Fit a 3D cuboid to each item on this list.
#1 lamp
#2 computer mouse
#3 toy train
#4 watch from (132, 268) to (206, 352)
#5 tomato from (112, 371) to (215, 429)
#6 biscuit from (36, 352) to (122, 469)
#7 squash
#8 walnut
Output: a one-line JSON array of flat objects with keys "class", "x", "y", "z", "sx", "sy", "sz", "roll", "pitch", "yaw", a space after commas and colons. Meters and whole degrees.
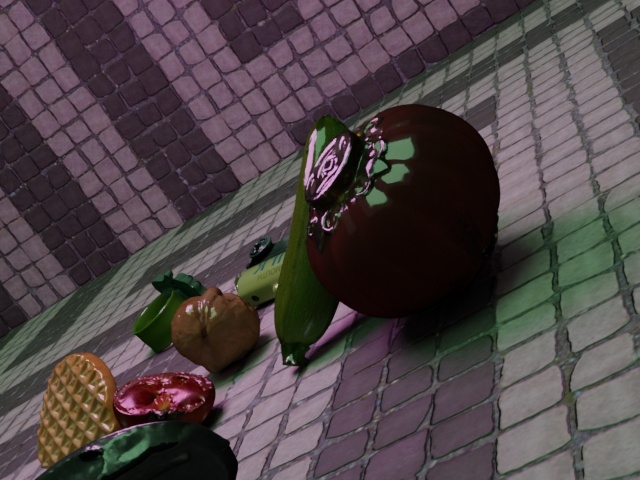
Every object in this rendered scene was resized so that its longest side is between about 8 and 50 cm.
[{"class": "lamp", "x": 0.112, "y": -0.039, "z": 1.455, "sx": 0.303, "sy": 0.257, "sz": 0.303, "roll": -51, "pitch": 21, "yaw": 29}, {"class": "computer mouse", "x": -0.261, "y": 0.336, "z": 1.222, "sx": 0.374, "sy": 0.203, "sz": 0.114, "roll": -41, "pitch": 36, "yaw": -5}, {"class": "toy train", "x": -0.061, "y": 0.046, "z": 2.034, "sx": 0.253, "sy": 0.105, "sz": 0.157, "roll": -25, "pitch": 30, "yaw": 37}, {"class": "watch", "x": -0.325, "y": 0.153, "z": 2.248, "sx": 0.165, "sy": 0.131, "sz": 0.152, "roll": -14, "pitch": 34, "yaw": 56}, {"class": "tomato", "x": -0.239, "y": 0.272, "z": 1.654, "sx": 0.159, "sy": 0.091, "sz": 0.139, "roll": -9, "pitch": 22, "yaw": -5}, {"class": "biscuit", "x": -0.428, "y": 0.299, "z": 1.849, "sx": 0.040, "sy": 0.205, "sz": 0.309, "roll": 7, "pitch": -15, "yaw": -37}, {"class": "squash", "x": 0.000, "y": 0.000, "z": 1.627, "sx": 0.107, "sy": 0.107, "sz": 0.395, "roll": -8, "pitch": 69, "yaw": 64}, {"class": "walnut", "x": -0.181, "y": 0.154, "z": 1.827, "sx": 0.166, "sy": 0.149, "sz": 0.166, "roll": -3, "pitch": 0, "yaw": 0}]
